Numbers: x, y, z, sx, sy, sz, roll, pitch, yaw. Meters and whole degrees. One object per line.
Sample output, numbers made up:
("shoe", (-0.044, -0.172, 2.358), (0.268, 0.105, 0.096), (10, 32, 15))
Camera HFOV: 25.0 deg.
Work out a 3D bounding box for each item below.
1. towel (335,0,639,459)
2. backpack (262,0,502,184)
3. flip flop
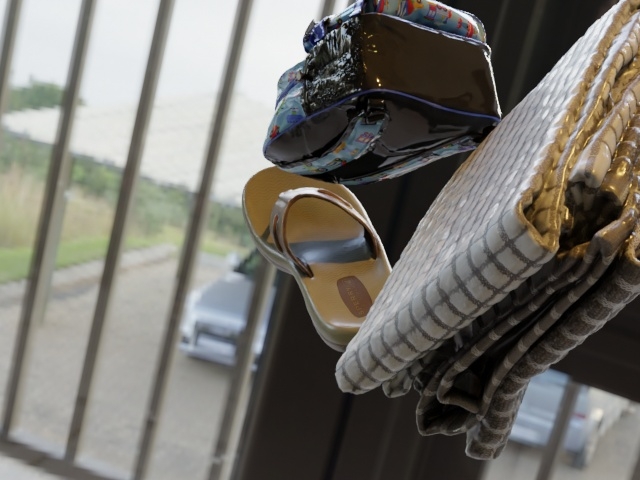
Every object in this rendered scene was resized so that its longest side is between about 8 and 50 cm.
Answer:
("towel", (0.157, -0.010, 0.964), (0.121, 0.235, 0.284), (38, 45, -4))
("backpack", (0.039, -0.113, 1.168), (0.158, 0.117, 0.173), (9, -22, -37))
("flip flop", (0.000, 0.000, 1.367), (0.112, 0.080, 0.277), (-23, 39, -5))
